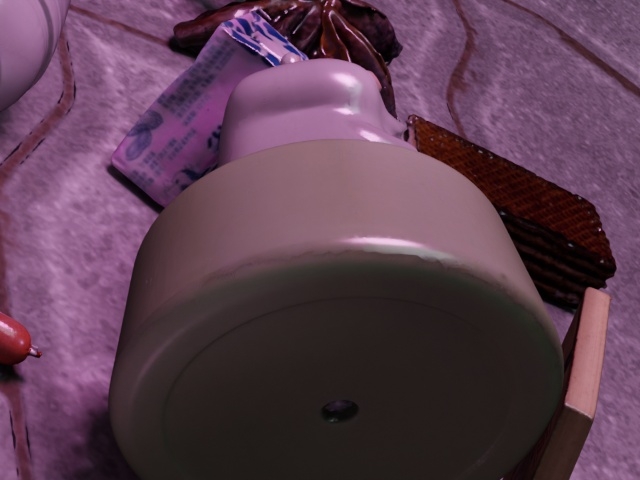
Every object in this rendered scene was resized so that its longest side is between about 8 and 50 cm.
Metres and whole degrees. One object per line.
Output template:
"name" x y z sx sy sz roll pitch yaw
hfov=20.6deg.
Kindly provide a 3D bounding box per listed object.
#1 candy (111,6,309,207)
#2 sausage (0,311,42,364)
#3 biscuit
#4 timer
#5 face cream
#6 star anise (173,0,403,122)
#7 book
"candy" -0.087 -0.106 1.429 0.073 0.160 0.092 43 23 0
"sausage" -0.295 0.017 1.154 0.253 0.034 0.034 31 31 -15
"biscuit" 0.163 -0.027 1.686 0.252 0.070 0.106 24 32 -24
"timer" 0.000 0.000 1.218 0.291 0.291 0.315 23 39 -27
"face cream" -0.268 -0.174 1.337 0.145 0.145 0.369 29 33 -17
"star anise" -0.021 -0.212 1.689 0.283 0.129 0.212 43 35 -11
"book" 0.153 0.166 1.258 0.026 0.231 0.161 19 32 2
